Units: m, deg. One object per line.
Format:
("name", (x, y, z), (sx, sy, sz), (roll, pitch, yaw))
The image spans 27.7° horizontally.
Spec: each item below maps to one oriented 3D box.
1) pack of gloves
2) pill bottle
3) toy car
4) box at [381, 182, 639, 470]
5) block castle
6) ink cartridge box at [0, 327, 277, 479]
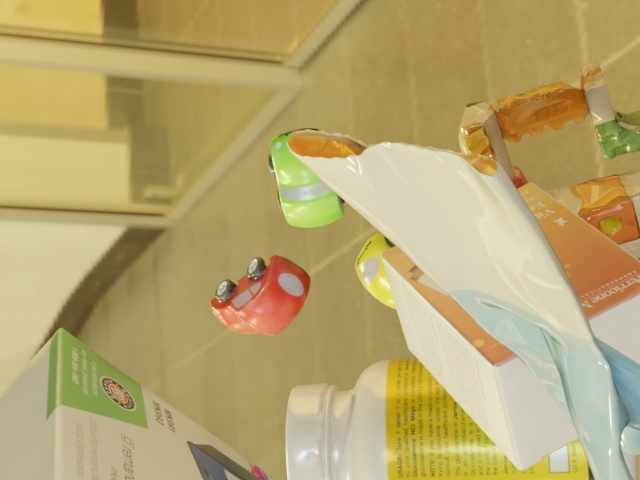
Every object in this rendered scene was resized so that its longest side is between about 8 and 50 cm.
("pack of gloves", (0.114, 0.055, 0.401), (0.195, 0.232, 0.046), (14, 71, 45))
("pill bottle", (0.140, 0.209, 1.310), (0.188, 0.334, 0.188), (-3, -90, -82))
("toy car", (0.000, 0.000, 1.140), (0.053, 0.239, 0.225), (-95, -8, -45))
("box", (0.141, 0.052, 0.887), (0.170, 0.130, 0.091), (46, 158, 57))
("block castle", (0.393, -0.063, 1.478), (0.303, 0.453, 0.213), (-93, -18, -56))
("ink cartridge box", (-0.058, 0.156, 0.565), (0.093, 0.212, 0.154), (-46, 21, 8))
